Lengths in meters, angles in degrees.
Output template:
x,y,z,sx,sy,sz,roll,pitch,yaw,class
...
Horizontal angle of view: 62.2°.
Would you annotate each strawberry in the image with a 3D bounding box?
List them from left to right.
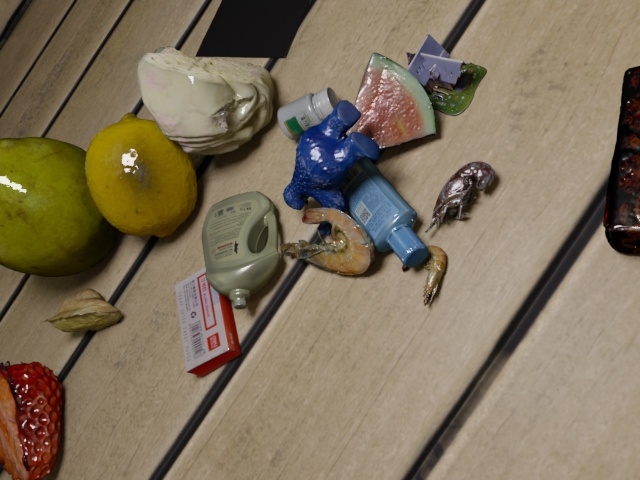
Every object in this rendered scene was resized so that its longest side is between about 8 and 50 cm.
x,y,z,sx,sy,sz,roll,pitch,yaw,class
-0.707,0.423,1.305,0.280,0.150,0.254,19,102,35,strawberry

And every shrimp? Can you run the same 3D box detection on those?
x,y,z,sx,sy,sz,roll,pitch,yaw,class
0.001,-0.001,1.032,0.251,0.144,0.052,0,28,39,shrimp
0.179,0.062,0.941,0.083,0.023,0.114,1,65,37,shrimp
0.238,-0.070,0.935,0.065,0.056,0.165,38,105,20,shrimp

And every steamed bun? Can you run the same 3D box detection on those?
x,y,z,sx,sy,sz,roll,pitch,yaw,class
-0.260,-0.312,1.228,0.275,0.319,0.206,-120,38,-56,steamed bun

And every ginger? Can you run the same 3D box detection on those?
x,y,z,sx,sy,sz,roll,pitch,yaw,class
-0.578,0.169,1.353,0.193,0.115,0.123,-9,49,18,ginger

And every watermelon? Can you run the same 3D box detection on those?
x,y,z,sx,sy,sz,roll,pitch,yaw,class
0.131,-0.241,1.061,0.207,0.136,0.202,42,112,16,watermelon

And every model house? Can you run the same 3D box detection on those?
x,y,z,sx,sy,sz,roll,pitch,yaw,class
0.220,-0.329,1.035,0.167,0.088,0.117,32,89,38,model house

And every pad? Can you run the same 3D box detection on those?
x,y,z,sx,sy,sz,roll,pitch,yaw,class
-0.185,-0.615,1.478,0.367,0.007,0.248,15,80,37,pad

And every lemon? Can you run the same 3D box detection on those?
x,y,z,sx,sy,sz,roll,pitch,yaw,class
-0.425,-0.148,1.275,0.260,0.284,0.260,-22,31,14,lemon

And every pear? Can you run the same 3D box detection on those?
x,y,z,sx,sy,sz,roll,pitch,yaw,class
-0.689,-0.080,1.348,0.351,0.413,0.352,-8,64,16,pear

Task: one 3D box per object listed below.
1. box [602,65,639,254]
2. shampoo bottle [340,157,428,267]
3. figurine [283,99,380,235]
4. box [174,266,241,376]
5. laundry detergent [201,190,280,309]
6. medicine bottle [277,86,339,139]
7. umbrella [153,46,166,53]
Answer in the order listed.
x,y,z,sx,sy,sz,roll,pitch,yaw,class
0.604,-0.105,0.671,0.415,0.115,0.264,5,75,34,box
0.112,-0.052,0.998,0.104,0.061,0.258,-50,48,21,shampoo bottle
-0.005,-0.136,1.003,0.164,0.120,0.262,60,138,30,figurine
-0.251,0.166,1.164,0.123,0.050,0.229,-30,56,18,box
-0.169,0.026,1.131,0.181,0.091,0.253,-17,56,17,laundry detergent
-0.024,-0.283,1.183,0.130,0.080,0.080,-19,61,26,medicine bottle
-0.500,-0.524,1.614,0.067,0.062,0.144,18,72,6,umbrella
